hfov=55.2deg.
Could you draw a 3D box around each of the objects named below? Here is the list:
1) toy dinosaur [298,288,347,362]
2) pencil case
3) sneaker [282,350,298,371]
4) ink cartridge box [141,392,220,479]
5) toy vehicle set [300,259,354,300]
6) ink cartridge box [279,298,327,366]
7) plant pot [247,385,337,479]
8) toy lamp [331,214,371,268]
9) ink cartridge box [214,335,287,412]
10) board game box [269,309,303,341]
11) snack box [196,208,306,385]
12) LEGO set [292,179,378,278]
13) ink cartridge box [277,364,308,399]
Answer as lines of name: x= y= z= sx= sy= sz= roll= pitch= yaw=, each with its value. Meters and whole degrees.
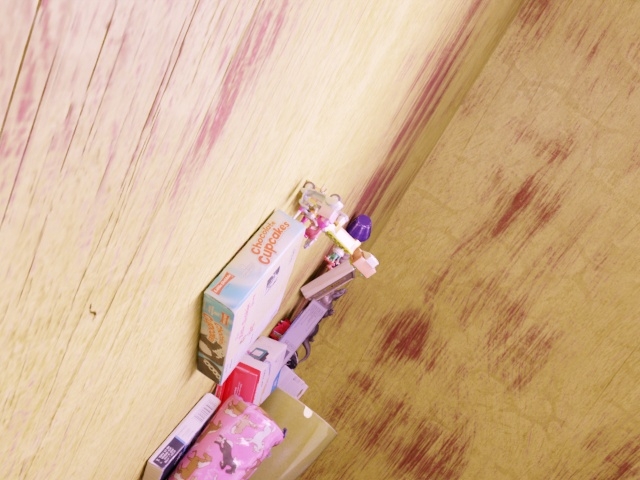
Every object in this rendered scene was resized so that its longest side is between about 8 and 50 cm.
toy dinosaur: x=-0.030 y=0.279 z=2.181 sx=0.313 sy=0.121 sz=0.160 roll=-55 pitch=162 yaw=-8
pencil case: x=-0.240 y=0.522 z=1.300 sx=0.386 sy=0.167 sz=0.160 roll=-51 pitch=-166 yaw=-23
sneaker: x=-0.129 y=0.414 z=2.186 sx=0.271 sy=0.100 sz=0.107 roll=105 pitch=-2 yaw=-62
ink cartridge box: x=-0.317 y=0.465 z=1.352 sx=0.206 sy=0.045 sz=0.208 roll=-48 pitch=170 yaw=-48
toy vehicle set: x=0.028 y=0.131 z=1.893 sx=0.166 sy=0.035 sz=0.267 roll=-31 pitch=171 yaw=-2
ink cartridge box: x=-0.110 y=0.330 z=1.883 sx=0.275 sy=0.060 sz=0.239 roll=-49 pitch=176 yaw=-35
plant pot: x=-0.149 y=0.574 z=1.667 sx=0.293 sy=0.275 sz=0.274 roll=-53 pitch=171 yaw=-20
toy lamp: x=0.099 y=0.014 z=1.957 sx=0.080 sy=0.080 sz=0.274 roll=-51 pitch=170 yaw=-37
ink cartridge box: x=-0.173 y=0.343 z=1.499 sx=0.231 sy=0.078 sz=0.134 roll=-35 pitch=142 yaw=-65
board game box: x=-0.114 y=0.255 z=1.788 sx=0.133 sy=0.033 sz=0.168 roll=-50 pitch=179 yaw=-33
snack box: x=-0.123 y=0.107 z=1.021 sx=0.187 sy=0.060 sz=0.322 roll=-52 pitch=171 yaw=-33
LEGO set: x=0.000 y=0.000 z=1.087 sx=0.107 sy=0.132 sz=0.287 roll=-50 pitch=149 yaw=-10
ink cartridge box: x=-0.082 y=0.415 z=1.756 sx=0.063 sy=0.115 sz=0.029 roll=-50 pitch=138 yaw=-9
